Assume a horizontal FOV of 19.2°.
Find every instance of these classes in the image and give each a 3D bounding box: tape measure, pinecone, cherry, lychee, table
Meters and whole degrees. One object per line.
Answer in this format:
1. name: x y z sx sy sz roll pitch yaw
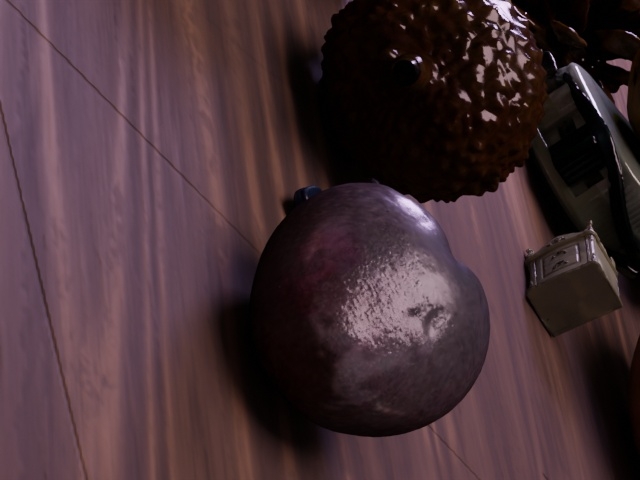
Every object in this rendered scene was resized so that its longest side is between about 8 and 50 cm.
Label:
1. tape measure: 0.301 -0.068 2.072 0.235 0.115 0.207 43 24 -37
2. pinecone: 0.316 -0.269 2.214 0.229 0.201 0.202 54 -10 46
3. cherry: 0.029 0.054 1.245 0.176 0.140 0.176 18 60 -35
4. lychee: 0.090 -0.126 1.524 0.238 0.200 0.200 22 45 -78
5. table: 0.247 0.035 1.861 0.062 0.079 0.083 57 20 -24

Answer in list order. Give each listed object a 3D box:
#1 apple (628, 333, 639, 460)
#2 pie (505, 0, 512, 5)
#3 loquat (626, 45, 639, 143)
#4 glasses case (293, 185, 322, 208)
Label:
1. apple: 0.490 0.168 1.915 0.364 0.364 0.364 50 25 -33
2. pie: 0.155 -0.290 2.057 0.185 0.052 0.218 64 18 10
3. loquat: 0.446 -0.156 2.055 0.235 0.235 0.235 50 25 -33
4. glasses case: 0.000 0.000 1.392 0.033 0.023 0.083 -3 67 -62
